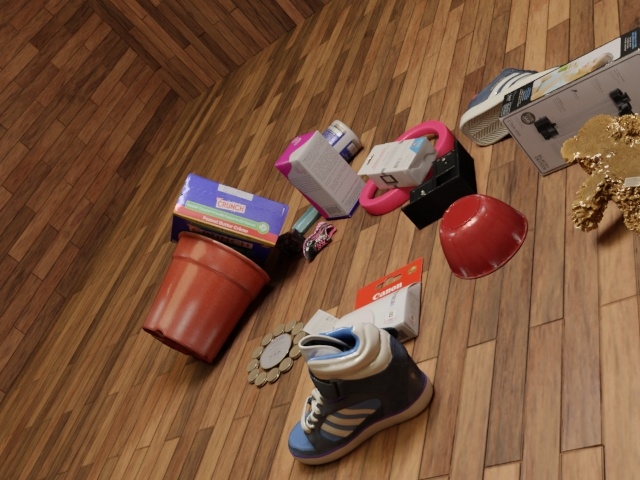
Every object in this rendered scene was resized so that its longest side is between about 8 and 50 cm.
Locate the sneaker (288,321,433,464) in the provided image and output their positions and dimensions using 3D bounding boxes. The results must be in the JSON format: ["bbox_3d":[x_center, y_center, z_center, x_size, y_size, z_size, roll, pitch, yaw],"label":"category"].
[{"bbox_3d":[0.011,0.254,1.355,0.323,0.236,0.130,-31,28,26],"label":"sneaker"}]

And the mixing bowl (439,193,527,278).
[{"bbox_3d":[0.301,-0.025,1.505,0.181,0.098,0.181,-34,26,20],"label":"mixing bowl"}]

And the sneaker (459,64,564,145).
[{"bbox_3d":[0.460,-0.335,1.690,0.350,0.131,0.148,-15,43,47],"label":"sneaker"}]

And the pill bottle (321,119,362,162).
[{"bbox_3d":[0.021,-0.251,2.254,0.186,0.112,0.112,-46,25,-2],"label":"pill bottle"}]

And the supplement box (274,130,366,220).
[{"bbox_3d":[0.005,-0.168,2.025,0.111,0.220,0.114,-6,46,53],"label":"supplement box"}]

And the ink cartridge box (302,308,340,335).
[{"bbox_3d":[0.011,0.195,1.693,0.063,0.029,0.115,-50,27,-12],"label":"ink cartridge box"}]

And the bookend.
[{"bbox_3d":[0.268,-0.129,1.742,0.156,0.072,0.157,-31,28,28],"label":"bookend"}]

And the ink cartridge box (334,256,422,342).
[{"bbox_3d":[0.118,0.134,1.594,0.189,0.066,0.232,-29,33,31],"label":"ink cartridge box"}]

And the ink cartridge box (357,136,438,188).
[{"bbox_3d":[0.185,-0.184,1.854,0.180,0.060,0.104,-1,52,53],"label":"ink cartridge box"}]

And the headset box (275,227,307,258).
[{"bbox_3d":[-0.075,0.007,2.069,0.083,0.062,0.032,-26,32,37],"label":"headset box"}]

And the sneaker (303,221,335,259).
[{"bbox_3d":[0.000,0.000,1.995,0.057,0.047,0.119,5,55,45],"label":"sneaker"}]

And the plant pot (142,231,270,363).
[{"bbox_3d":[-0.311,0.159,1.996,0.272,0.272,0.265,0,58,57],"label":"plant pot"}]

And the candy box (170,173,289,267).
[{"bbox_3d":[-0.249,-0.041,2.031,0.317,0.268,0.122,130,158,-70],"label":"candy box"}]

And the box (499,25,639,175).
[{"bbox_3d":[0.511,-0.256,1.457,0.290,0.169,0.087,-25,29,39],"label":"box"}]

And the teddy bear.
[{"bbox_3d":[0.538,-0.089,1.258,0.245,0.113,0.338,-52,33,-2],"label":"teddy bear"}]

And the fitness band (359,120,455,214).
[{"bbox_3d":[0.213,-0.183,1.939,0.291,0.054,0.209,-44,28,5],"label":"fitness band"}]

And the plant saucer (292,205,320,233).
[{"bbox_3d":[-0.002,-0.095,2.165,0.192,0.018,0.067,-48,25,-8],"label":"plant saucer"}]

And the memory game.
[{"bbox_3d":[-0.102,0.261,1.784,0.186,0.012,0.186,-35,27,21],"label":"memory game"}]
